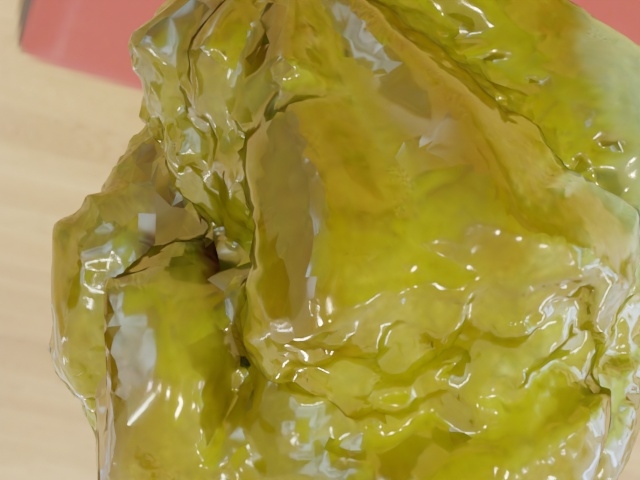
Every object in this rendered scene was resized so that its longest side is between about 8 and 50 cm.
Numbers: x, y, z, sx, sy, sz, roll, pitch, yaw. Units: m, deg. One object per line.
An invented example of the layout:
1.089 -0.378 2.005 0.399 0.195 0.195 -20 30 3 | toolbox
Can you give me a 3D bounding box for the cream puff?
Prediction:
0.000 0.000 0.824 0.378 0.378 0.275 -13 136 35 | cream puff
